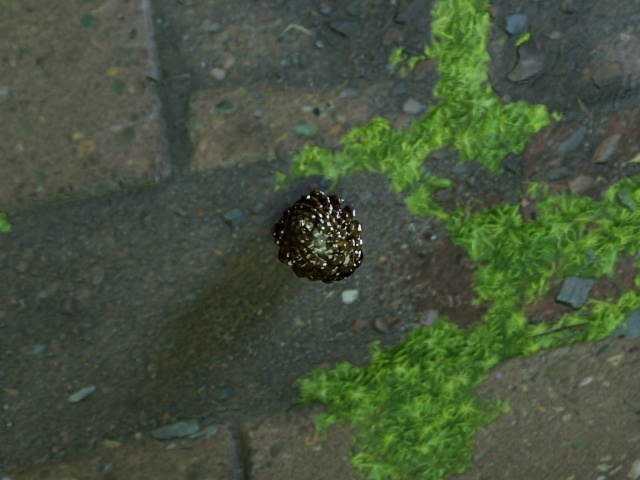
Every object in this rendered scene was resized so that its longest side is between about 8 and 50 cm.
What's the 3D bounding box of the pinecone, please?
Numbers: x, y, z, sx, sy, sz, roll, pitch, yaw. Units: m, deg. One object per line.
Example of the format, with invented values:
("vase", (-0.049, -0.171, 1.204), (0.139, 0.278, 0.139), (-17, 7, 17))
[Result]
("pinecone", (0.000, 0.000, 1.373), (0.077, 0.077, 0.083), (-28, 158, 0))
